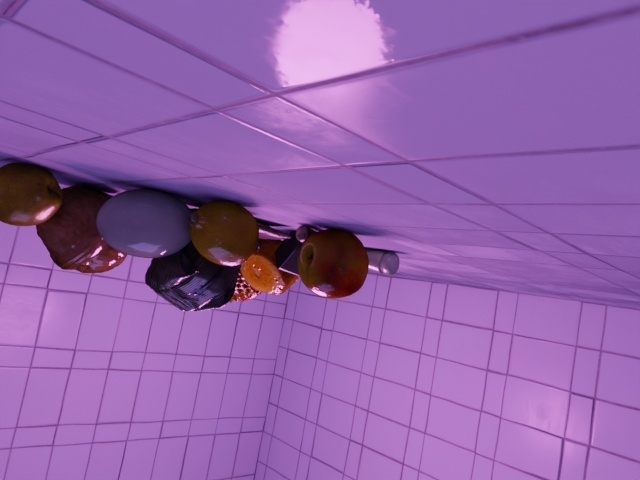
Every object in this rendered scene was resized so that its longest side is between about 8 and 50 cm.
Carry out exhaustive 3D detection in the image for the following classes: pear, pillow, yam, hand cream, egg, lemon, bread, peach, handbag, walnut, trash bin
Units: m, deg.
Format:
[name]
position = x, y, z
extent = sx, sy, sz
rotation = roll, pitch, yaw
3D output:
[pear]
position = -0.851, -0.133, 1.490
extent = 0.198, 0.198, 0.198
rotation = 10, 174, 1
[pillow]
position = -0.243, -0.044, 1.876
extent = 0.208, 0.052, 0.212
rotation = 19, 170, -34
[yam]
position = 0.000, 0.000, 1.831
extent = 0.066, 0.066, 0.299
rotation = 8, 173, 25
[hand cream]
position = 0.175, 0.076, 2.126
extent = 0.305, 0.093, 0.147
rotation = 9, 180, 35
[egg]
position = -0.510, -0.049, 1.528
extent = 0.282, 0.203, 0.203
rotation = 2, 176, -9
[lemon]
position = -0.279, -0.025, 1.490
extent = 0.184, 0.184, 0.248
rotation = 5, 159, 43
[bread]
position = -0.210, 0.107, 2.149
extent = 0.268, 0.269, 0.146
rotation = 7, -145, 29
[peach]
position = 0.042, 0.076, 1.675
extent = 0.230, 0.231, 0.231
rotation = 10, 174, 1
[handbag]
position = -0.375, 0.056, 1.681
extent = 0.240, 0.341, 0.247
rotation = -6, 144, 46
[walnut]
position = -0.776, -0.033, 1.728
extent = 0.305, 0.307, 0.343
rotation = 14, 177, -36
[trash bin]
position = -0.041, 0.066, 2.015
extent = 0.225, 0.115, 0.165
rotation = 17, 131, -31

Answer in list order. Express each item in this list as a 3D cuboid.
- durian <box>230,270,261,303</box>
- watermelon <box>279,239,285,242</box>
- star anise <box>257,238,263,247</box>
[durian]
position = -0.384, 0.115, 2.396
extent = 0.384, 0.348, 0.347
rotation = 2, 180, -31
[watermelon]
position = -0.126, 0.032, 2.204
extent = 0.108, 0.109, 0.109
rotation = 10, 174, 1
[star anise]
position = -0.340, -0.013, 2.043
extent = 0.236, 0.093, 0.229
rotation = -4, -160, -37
